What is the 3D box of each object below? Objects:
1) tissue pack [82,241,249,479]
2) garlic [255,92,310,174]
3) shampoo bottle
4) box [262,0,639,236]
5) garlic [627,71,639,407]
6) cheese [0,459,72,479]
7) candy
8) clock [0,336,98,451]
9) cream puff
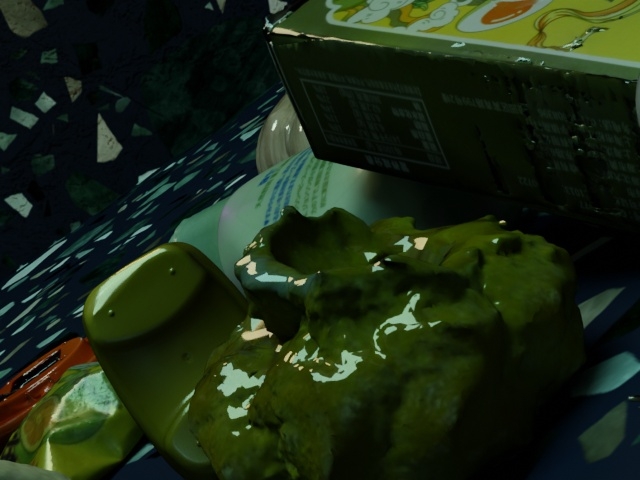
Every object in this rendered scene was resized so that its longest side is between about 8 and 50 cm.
[{"bbox_3d":[-0.097,0.094,1.445,0.123,0.178,0.127,-35,-8,-1],"label":"tissue pack"},{"bbox_3d":[0.004,-0.151,2.134,0.218,0.212,0.218,-28,14,7],"label":"garlic"},{"bbox_3d":[0.000,0.000,1.633,0.349,0.151,0.222,-26,21,40],"label":"shampoo bottle"},{"bbox_3d":[0.227,-0.179,1.375,0.373,0.138,0.420,-39,34,-27],"label":"box"},{"bbox_3d":[0.265,-0.024,1.012,0.207,0.207,0.257,-59,-10,-65],"label":"garlic"},{"bbox_3d":[-0.290,0.220,1.422,0.248,0.251,0.173,-24,1,-43],"label":"cheese"},{"bbox_3d":[-0.228,0.180,1.759,0.187,0.081,0.297,-20,29,56],"label":"candy"},{"bbox_3d":[-0.312,0.167,2.149,0.205,0.051,0.205,-33,11,7],"label":"clock"},{"bbox_3d":[0.029,0.061,1.187,0.282,0.185,0.282,-38,10,8],"label":"cream puff"}]
